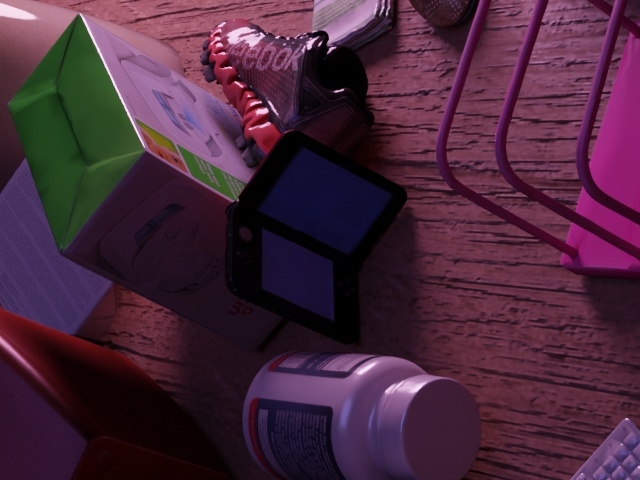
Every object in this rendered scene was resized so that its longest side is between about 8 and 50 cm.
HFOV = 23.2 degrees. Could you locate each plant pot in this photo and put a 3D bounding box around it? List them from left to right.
[{"bbox_3d":[-0.335,-0.166,1.722,0.256,0.274,0.256,-30,46,37],"label":"plant pot"},{"bbox_3d":[-0.244,0.231,1.384,0.236,0.267,0.267,23,87,42],"label":"plant pot"}]

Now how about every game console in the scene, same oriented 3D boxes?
[{"bbox_3d":[0.000,0.000,1.298,0.085,0.144,0.124,-33,45,37],"label":"game console"}]

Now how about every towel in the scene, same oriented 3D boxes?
[{"bbox_3d":[0.028,-0.249,1.529,0.113,0.023,0.152,-27,49,40],"label":"towel"}]

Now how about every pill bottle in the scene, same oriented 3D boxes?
[{"bbox_3d":[0.032,0.141,1.199,0.180,0.108,0.108,-1,68,52],"label":"pill bottle"}]

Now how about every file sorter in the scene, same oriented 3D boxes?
[{"bbox_3d":[0.243,-0.095,1.017,0.290,0.182,0.202,3,71,53],"label":"file sorter"}]

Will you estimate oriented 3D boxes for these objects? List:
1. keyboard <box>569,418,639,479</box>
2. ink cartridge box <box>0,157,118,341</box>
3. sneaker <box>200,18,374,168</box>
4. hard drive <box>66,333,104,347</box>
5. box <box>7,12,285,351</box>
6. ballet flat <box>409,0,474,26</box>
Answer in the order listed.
[{"bbox_3d":[0.148,0.237,1.071,0.256,0.014,0.072,-52,37,16],"label":"keyboard"},{"bbox_3d":[-0.262,0.000,1.625,0.225,0.056,0.181,-49,66,29],"label":"ink cartridge box"},{"bbox_3d":[-0.027,-0.146,1.466,0.135,0.097,0.276,-38,36,7],"label":"sneaker"},{"bbox_3d":[-0.330,0.162,1.540,0.172,0.254,0.054,-50,62,17],"label":"hard drive"},{"bbox_3d":[-0.144,-0.052,1.440,0.127,0.231,0.262,-49,37,15],"label":"box"},{"bbox_3d":[0.084,-0.273,1.435,0.073,0.067,0.206,-46,39,23],"label":"ballet flat"}]
